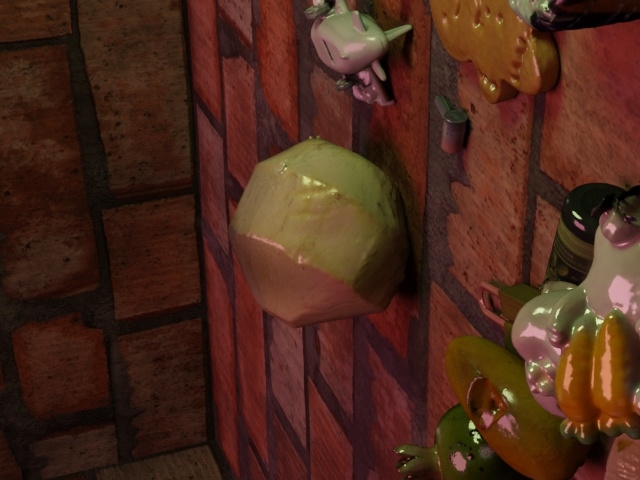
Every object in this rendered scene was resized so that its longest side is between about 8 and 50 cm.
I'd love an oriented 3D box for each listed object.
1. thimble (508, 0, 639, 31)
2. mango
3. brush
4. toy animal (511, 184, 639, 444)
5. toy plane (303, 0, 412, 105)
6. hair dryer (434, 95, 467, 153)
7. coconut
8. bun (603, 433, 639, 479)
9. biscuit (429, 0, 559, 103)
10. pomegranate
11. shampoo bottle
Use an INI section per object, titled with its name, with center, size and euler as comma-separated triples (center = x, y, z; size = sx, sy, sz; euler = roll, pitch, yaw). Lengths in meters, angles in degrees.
[thimble]
center = 0.291, -0.352, 1.393
size = 0.237, 0.150, 0.237
euler = 169, 90, -74
[mango]
center = 0.276, 0.237, 1.752
size = 0.262, 0.130, 0.167
euler = 46, -176, 41
[brush]
center = 0.286, 0.112, 1.858
size = 0.233, 0.047, 0.103
euler = -150, 48, -68
[toy animal]
center = 0.325, 0.094, 1.364
size = 0.183, 0.247, 0.310
euler = 37, 134, 10
[toy plane]
center = 0.060, -0.354, 2.161
size = 0.267, 0.122, 0.267
euler = 56, 166, 22
[hair dryer]
center = 0.202, -0.197, 1.965
size = 0.114, 0.037, 0.063
euler = -108, 16, -46
[coconut]
center = 0.000, 0.000, 2.275
size = 0.352, 0.352, 0.352
euler = 169, 90, -73
[bun]
center = 0.427, 0.293, 1.354
size = 0.259, 0.160, 0.259
euler = -177, 90, -81
[biscuit]
center = 0.235, -0.337, 1.740
size = 0.355, 0.052, 0.275
euler = -128, 32, -54
[pomegranate]
center = 0.226, 0.336, 1.891
size = 0.187, 0.225, 0.187
euler = 171, 90, -87
[shampoo bottle]
center = 0.337, 0.061, 1.576
size = 0.101, 0.101, 0.284
euler = -118, 24, -43
